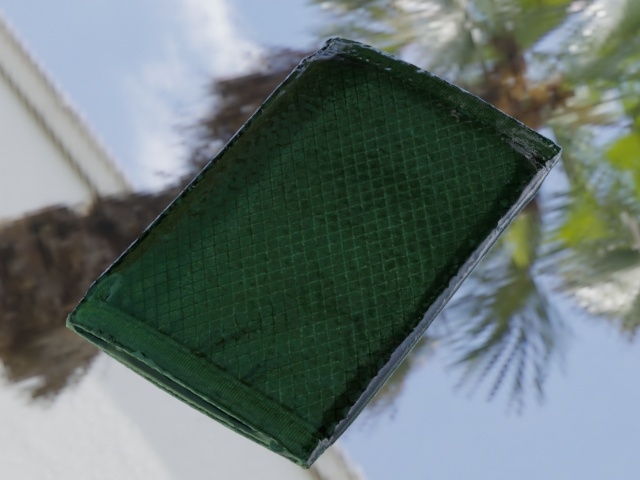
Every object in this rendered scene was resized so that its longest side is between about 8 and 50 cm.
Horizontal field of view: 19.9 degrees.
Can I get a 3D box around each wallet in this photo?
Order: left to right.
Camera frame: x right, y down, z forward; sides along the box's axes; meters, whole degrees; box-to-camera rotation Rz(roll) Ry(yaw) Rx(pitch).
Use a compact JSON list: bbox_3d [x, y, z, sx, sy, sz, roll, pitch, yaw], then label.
[{"bbox_3d":[0.000,0.002,0.968,0.160,0.236,0.055,27,-28,27],"label":"wallet"}]
